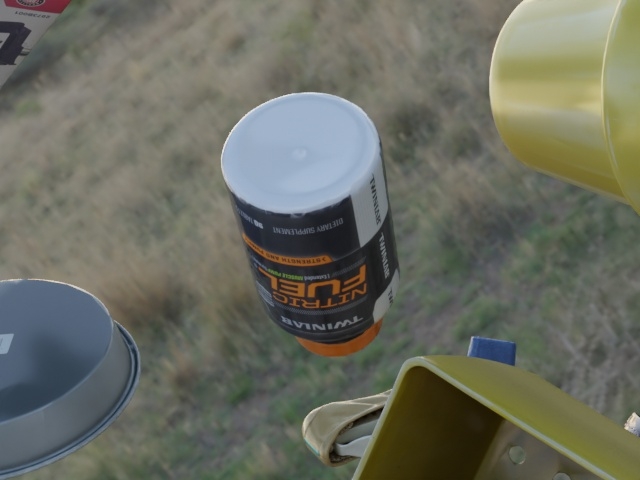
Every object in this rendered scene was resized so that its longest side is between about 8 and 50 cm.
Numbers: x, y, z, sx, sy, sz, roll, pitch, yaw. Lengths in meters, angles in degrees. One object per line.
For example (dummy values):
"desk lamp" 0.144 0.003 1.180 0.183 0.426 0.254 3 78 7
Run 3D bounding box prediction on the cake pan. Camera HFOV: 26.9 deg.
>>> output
"cake pan" -0.330 0.130 1.354 0.293 0.054 0.293 -5 32 3

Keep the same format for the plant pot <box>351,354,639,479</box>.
"plant pot" 0.156 0.211 1.040 0.187 0.212 0.212 -13 -50 -58

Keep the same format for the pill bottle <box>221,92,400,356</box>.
"pill bottle" 0.000 0.000 1.147 0.130 0.246 0.130 -5 52 6

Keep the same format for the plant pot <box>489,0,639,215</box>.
"plant pot" 0.279 -0.131 1.109 0.239 0.254 0.254 11 49 49

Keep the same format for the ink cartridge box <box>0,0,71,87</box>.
"ink cartridge box" -0.362 -0.248 1.327 0.172 0.100 0.237 5 -23 -32

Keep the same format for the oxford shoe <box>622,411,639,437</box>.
"oxford shoe" 0.465 0.264 1.641 0.271 0.097 0.098 5 66 52

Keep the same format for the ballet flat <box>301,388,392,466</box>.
"ballet flat" 0.097 0.194 1.446 0.232 0.080 0.073 -17 30 -9

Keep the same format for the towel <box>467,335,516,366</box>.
"towel" 0.228 0.191 1.825 0.029 0.067 0.119 -60 -21 -84
